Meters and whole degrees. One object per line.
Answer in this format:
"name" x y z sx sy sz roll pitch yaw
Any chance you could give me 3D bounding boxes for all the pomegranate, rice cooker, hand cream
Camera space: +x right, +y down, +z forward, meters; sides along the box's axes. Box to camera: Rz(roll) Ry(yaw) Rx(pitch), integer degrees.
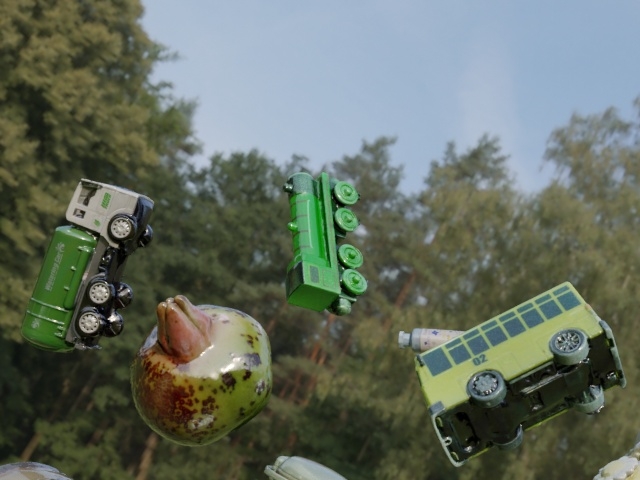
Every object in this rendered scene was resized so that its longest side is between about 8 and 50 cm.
"pomegranate" -0.176 0.168 1.454 0.214 0.214 0.248 18 -35 29
"rice cooker" -0.010 0.465 1.839 0.206 0.127 0.145 16 -9 30
"hand cream" 0.222 0.178 1.796 0.170 0.065 0.043 3 -66 12

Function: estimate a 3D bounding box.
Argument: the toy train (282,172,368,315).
"toy train" 0.000 0.000 1.556 0.119 0.251 0.085 16 -43 -28

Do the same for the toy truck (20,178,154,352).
"toy truck" -0.317 0.039 1.406 0.125 0.243 0.101 19 -4 8

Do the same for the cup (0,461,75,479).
"cup" -0.285 0.351 1.056 0.257 0.227 0.301 5 -28 42

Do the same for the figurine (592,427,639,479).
"figurine" 0.486 0.367 1.502 0.394 0.274 0.227 -8 56 -54

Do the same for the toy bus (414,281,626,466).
"toy bus" 0.174 0.120 0.934 0.088 0.175 0.101 63 1 -38
